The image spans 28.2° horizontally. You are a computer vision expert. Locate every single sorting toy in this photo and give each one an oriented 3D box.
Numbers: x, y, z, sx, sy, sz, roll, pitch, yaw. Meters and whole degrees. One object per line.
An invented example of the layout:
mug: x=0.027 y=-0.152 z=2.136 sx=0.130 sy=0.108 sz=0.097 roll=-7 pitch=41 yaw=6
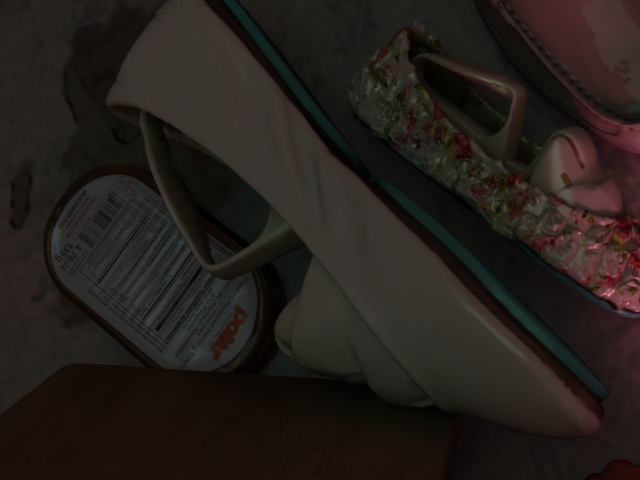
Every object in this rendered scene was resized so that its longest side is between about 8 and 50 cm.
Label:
sorting toy: x=-0.063 y=0.152 z=0.686 sx=0.255 sy=0.257 sz=0.089 roll=3 pitch=102 yaw=11

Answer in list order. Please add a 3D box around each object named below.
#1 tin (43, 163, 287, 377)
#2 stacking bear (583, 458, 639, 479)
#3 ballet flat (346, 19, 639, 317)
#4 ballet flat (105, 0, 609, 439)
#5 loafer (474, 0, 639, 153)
tin: x=-0.108 y=0.024 z=0.854 sx=0.189 sy=0.040 sz=0.106 roll=36 pitch=95 yaw=23
stacking bear: x=0.122 y=0.200 z=0.593 sx=0.175 sy=0.289 sz=0.164 roll=-41 pitch=68 yaw=6
ballet flat: x=0.113 y=-0.050 z=0.759 sx=0.241 sy=0.091 sz=0.077 roll=38 pitch=120 yaw=22
ballet flat: x=0.000 y=0.000 z=0.769 sx=0.139 sy=0.139 sz=0.400 roll=-44 pitch=61 yaw=5
loafer: x=0.127 y=-0.192 z=0.779 sx=0.112 sy=0.111 sz=0.319 roll=-36 pitch=69 yaw=9
